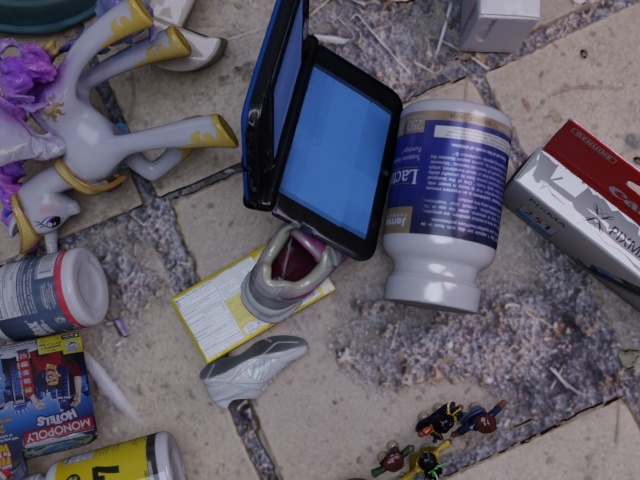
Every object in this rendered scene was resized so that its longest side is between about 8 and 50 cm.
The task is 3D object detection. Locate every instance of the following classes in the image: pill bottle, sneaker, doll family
[{"bbox_3d":[0.164,-0.041,1.234,0.153,0.153,0.264,8,82,2],"label":"pill bottle"},{"bbox_3d":[-0.086,0.176,1.264,0.152,0.054,0.061,-22,112,-10],"label":"sneaker"},{"bbox_3d":[0.155,0.259,1.215,0.193,0.111,0.076,-44,84,-5],"label":"doll family"},{"bbox_3d":[-0.283,0.331,1.206,0.208,0.119,0.119,-16,83,-1],"label":"pill bottle"},{"bbox_3d":[-0.386,0.078,1.239,0.180,0.108,0.108,-12,82,13],"label":"pill bottle"},{"bbox_3d":[0.000,0.000,1.227,0.103,0.111,0.252,38,74,1],"label":"sneaker"}]

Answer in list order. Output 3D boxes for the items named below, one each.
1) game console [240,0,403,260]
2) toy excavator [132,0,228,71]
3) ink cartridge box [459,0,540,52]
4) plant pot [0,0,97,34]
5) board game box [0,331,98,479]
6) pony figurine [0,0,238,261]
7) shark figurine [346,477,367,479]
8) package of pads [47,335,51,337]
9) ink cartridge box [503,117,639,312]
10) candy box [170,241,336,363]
[{"bbox_3d":[0.016,-0.167,1.161,0.173,0.250,0.293,10,57,3],"label":"game console"},{"bbox_3d":[-0.054,-0.464,1.266,0.445,0.222,0.433,-5,100,5],"label":"toy excavator"},{"bbox_3d":[0.247,-0.376,1.282,0.086,0.148,0.203,3,83,-1],"label":"ink cartridge box"},{"bbox_3d":[-0.385,-0.469,1.164,0.341,0.334,0.341,1,86,-15],"label":"plant pot"},{"bbox_3d":[-0.388,0.231,1.189,0.194,0.060,0.194,-10,65,-15],"label":"board game box"},{"bbox_3d":[-0.339,-0.166,1.200,0.363,0.303,0.351,-30,111,13],"label":"pony figurine"},{"bbox_3d":[-0.036,0.402,1.222,0.278,0.166,0.116,-35,109,-21],"label":"shark figurine"},{"bbox_3d":[-0.367,0.177,1.270,0.050,0.032,0.083,-35,84,-7],"label":"package of pads"},{"bbox_3d":[0.377,-0.009,1.174,0.296,0.261,0.066,39,83,5],"label":"ink cartridge box"},{"bbox_3d":[-0.092,0.075,1.284,0.206,0.027,0.105,-30,81,-4],"label":"candy box"}]
